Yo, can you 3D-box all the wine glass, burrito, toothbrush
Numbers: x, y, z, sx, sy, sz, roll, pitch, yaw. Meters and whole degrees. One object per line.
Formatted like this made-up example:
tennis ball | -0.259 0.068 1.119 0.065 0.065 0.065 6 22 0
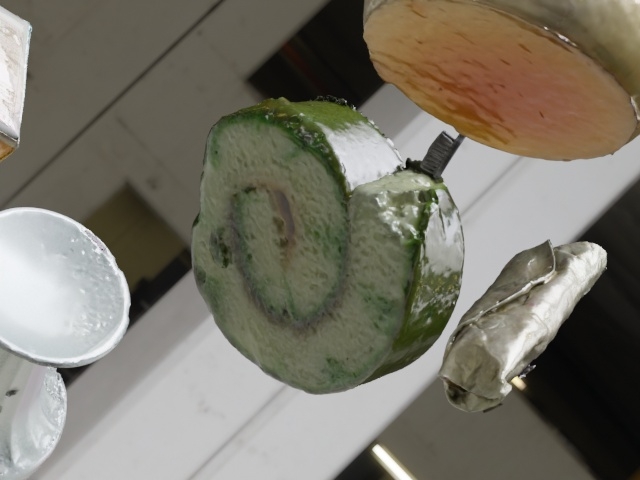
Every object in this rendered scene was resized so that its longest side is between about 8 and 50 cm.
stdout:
wine glass | -0.239 0.082 1.003 0.165 0.165 0.196 46 -45 3
burrito | 0.162 0.064 1.113 0.087 0.226 0.060 -11 -71 34
toothbrush | 0.206 -0.211 1.521 0.031 0.321 0.023 32 6 -1

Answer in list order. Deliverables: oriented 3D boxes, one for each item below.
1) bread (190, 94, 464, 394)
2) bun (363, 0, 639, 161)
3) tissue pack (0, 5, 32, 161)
bread | 0.000 0.000 1.655 0.382 0.129 0.366 -17 -93 43
bun | 0.191 -0.208 1.275 0.299 0.165 0.299 22 -20 9
tissue pack | -0.433 -0.192 1.431 0.225 0.124 0.185 31 44 -37
